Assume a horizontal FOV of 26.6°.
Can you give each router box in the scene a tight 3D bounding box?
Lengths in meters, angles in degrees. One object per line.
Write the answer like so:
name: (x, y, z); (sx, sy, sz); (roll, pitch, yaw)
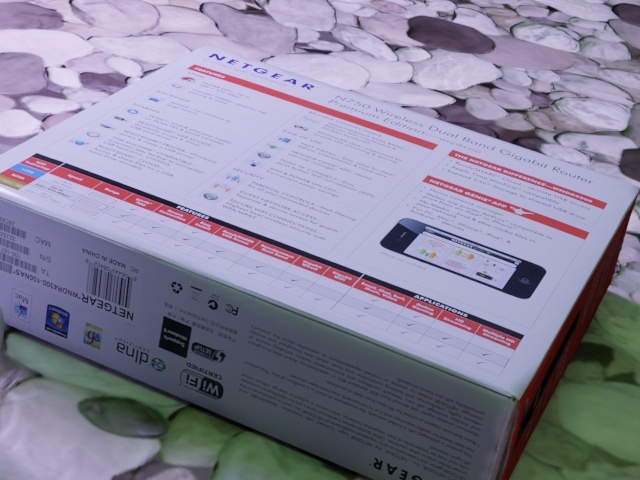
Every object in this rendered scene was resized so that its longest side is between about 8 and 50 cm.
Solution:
router box: (0.000, 0.000, 0.834); (0.335, 0.082, 0.301); (20, 29, 17)

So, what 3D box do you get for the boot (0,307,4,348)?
boot: (-0.278, 0.073, 0.608); (0.258, 0.095, 0.123); (-2, 36, -6)
